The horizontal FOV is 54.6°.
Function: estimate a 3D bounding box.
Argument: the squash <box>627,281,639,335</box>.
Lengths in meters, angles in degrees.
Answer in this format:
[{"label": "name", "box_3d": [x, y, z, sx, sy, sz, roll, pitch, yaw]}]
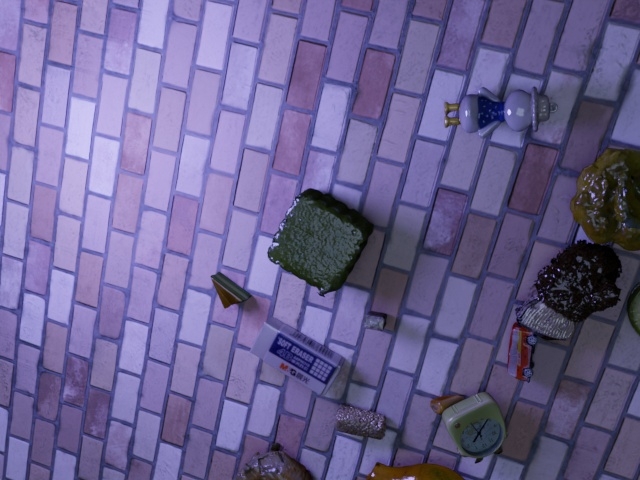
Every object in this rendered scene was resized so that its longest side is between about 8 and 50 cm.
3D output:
[{"label": "squash", "box_3d": [0.966, 0.195, 1.708, 0.219, 0.041, 0.219, 3, 104, 13]}]

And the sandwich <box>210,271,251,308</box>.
[{"label": "sandwich", "box_3d": [-0.285, 0.146, 1.974, 0.074, 0.074, 0.116, -22, 96, 19]}]

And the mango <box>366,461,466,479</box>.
[{"label": "mango", "box_3d": [0.304, 0.797, 1.955, 0.359, 0.144, 0.187, -5, 90, 20]}]

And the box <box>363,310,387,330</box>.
[{"label": "box", "box_3d": [0.167, 0.243, 1.876, 0.062, 0.098, 0.045, 8, 94, 13]}]

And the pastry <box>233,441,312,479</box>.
[{"label": "pastry", "box_3d": [-0.162, 0.862, 2.078, 0.329, 0.136, 0.330, 3, 104, 11]}]

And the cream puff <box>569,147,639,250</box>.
[{"label": "cream puff", "box_3d": [0.791, -0.102, 1.607, 0.281, 0.185, 0.282, 4, 104, 15]}]

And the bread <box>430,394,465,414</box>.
[{"label": "bread", "box_3d": [0.392, 0.506, 1.917, 0.062, 0.103, 0.049, -7, 91, 58]}]

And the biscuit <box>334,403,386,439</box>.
[{"label": "biscuit", "box_3d": [0.128, 0.582, 1.982, 0.168, 0.070, 0.082, 12, 114, 8]}]

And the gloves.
[{"label": "gloves", "box_3d": [0.697, 0.140, 1.710, 0.210, 0.135, 0.312, 31, 105, 11]}]

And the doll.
[{"label": "doll", "box_3d": [0.480, -0.346, 1.665, 0.293, 0.119, 0.138, -1, 86, 19]}]

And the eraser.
[{"label": "eraser", "box_3d": [-0.073, 0.365, 1.970, 0.279, 0.081, 0.124, 30, 108, 5]}]

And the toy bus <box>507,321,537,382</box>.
[{"label": "toy bus", "box_3d": [0.589, 0.325, 1.811, 0.077, 0.079, 0.174, 7, 105, 20]}]

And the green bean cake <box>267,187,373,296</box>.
[{"label": "green bean cake", "box_3d": [0.000, 0.000, 1.829, 0.249, 0.156, 0.247, 29, 106, 5]}]

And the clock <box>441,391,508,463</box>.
[{"label": "clock", "box_3d": [0.479, 0.585, 1.879, 0.170, 0.069, 0.232, -25, 109, -1]}]
